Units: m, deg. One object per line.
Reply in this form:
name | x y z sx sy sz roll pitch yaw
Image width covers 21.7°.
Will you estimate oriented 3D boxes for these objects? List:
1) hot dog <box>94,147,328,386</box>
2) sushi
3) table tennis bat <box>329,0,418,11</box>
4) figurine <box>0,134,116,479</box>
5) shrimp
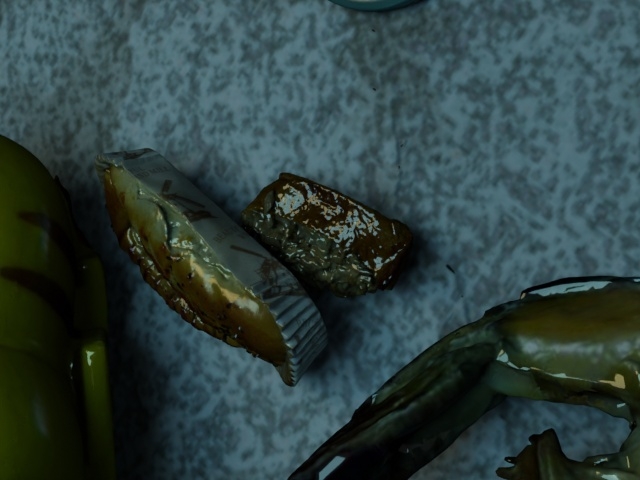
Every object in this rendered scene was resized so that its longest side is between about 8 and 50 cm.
hot dog | -0.069 0.012 0.948 0.053 0.099 0.192 -37 60 -20
sushi | 0.000 0.000 0.933 0.120 0.052 0.055 25 82 27
table tennis bat | 0.041 -0.229 0.941 0.124 0.033 0.201 14 95 28
figurine | -0.198 0.088 0.953 0.169 0.218 0.326 -9 59 8
shrimp | 0.062 0.156 0.785 0.445 0.085 0.272 -29 46 0
